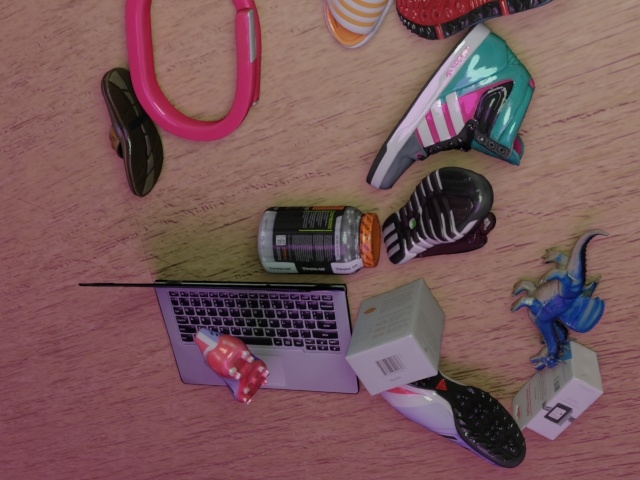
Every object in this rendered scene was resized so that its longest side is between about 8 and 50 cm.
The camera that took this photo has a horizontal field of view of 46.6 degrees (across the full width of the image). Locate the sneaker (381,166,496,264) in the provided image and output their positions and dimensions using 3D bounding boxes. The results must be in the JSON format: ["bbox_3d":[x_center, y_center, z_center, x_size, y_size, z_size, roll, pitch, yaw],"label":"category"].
[{"bbox_3d":[0.219,-0.041,1.133,0.163,0.106,0.281,-4,167,-22],"label":"sneaker"}]

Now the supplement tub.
[{"bbox_3d":[0.000,0.000,1.247,0.191,0.117,0.116,1,121,15],"label":"supplement tub"}]

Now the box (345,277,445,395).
[{"bbox_3d":[0.133,0.164,1.282,0.130,0.170,0.091,-24,111,26],"label":"box"}]

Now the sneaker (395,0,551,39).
[{"bbox_3d":[0.223,-0.329,0.988,0.262,0.125,0.104,5,108,42],"label":"sneaker"}]

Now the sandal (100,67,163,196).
[{"bbox_3d":[-0.324,-0.179,1.241,0.060,0.090,0.219,5,126,31],"label":"sandal"}]

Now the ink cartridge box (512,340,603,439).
[{"bbox_3d":[0.416,0.275,1.318,0.060,0.104,0.180,27,125,-5],"label":"ink cartridge box"}]

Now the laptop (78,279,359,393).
[{"bbox_3d":[-0.155,0.183,1.332,0.382,0.236,0.407,1,122,15],"label":"laptop"}]

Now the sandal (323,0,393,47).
[{"bbox_3d":[0.059,-0.365,0.990,0.102,0.076,0.265,44,139,8],"label":"sandal"}]

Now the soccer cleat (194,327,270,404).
[{"bbox_3d":[-0.156,0.221,1.322,0.095,0.083,0.248,34,163,19],"label":"soccer cleat"}]

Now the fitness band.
[{"bbox_3d":[-0.197,-0.296,1.155,0.209,0.054,0.290,11,123,11],"label":"fitness band"}]

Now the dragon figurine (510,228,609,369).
[{"bbox_3d":[0.411,0.092,1.215,0.144,0.085,0.289,30,125,-5],"label":"dragon figurine"}]

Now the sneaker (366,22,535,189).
[{"bbox_3d":[0.210,-0.152,1.099,0.178,0.124,0.295,37,122,1],"label":"sneaker"}]

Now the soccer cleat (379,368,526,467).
[{"bbox_3d":[0.225,0.310,1.357,0.318,0.109,0.116,34,140,19],"label":"soccer cleat"}]
